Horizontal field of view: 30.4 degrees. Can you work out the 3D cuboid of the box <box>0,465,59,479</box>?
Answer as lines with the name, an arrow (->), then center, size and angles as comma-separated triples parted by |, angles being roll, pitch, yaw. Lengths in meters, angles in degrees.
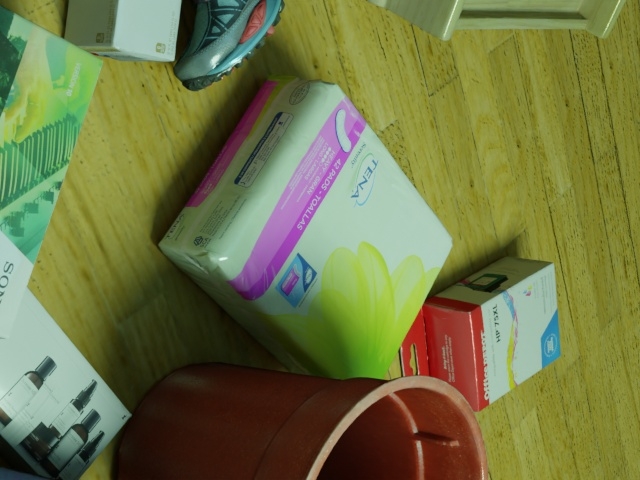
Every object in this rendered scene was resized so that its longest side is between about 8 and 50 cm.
box -> -0.254, 0.325, 0.869 | 0.294, 0.182, 0.296 | 28, 58, -47

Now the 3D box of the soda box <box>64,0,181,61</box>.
soda box -> -0.159, -0.263, 0.999 | 0.069, 0.074, 0.216 | 4, 94, -48

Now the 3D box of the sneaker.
sneaker -> -0.093, -0.262, 1.076 | 0.125, 0.104, 0.262 | 30, 70, -28

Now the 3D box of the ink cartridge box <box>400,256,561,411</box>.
ink cartridge box -> 0.199, 0.120, 1.453 | 0.231, 0.078, 0.134 | -25, 115, -42

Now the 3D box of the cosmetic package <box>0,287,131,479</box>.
cosmetic package -> -0.258, 0.099, 0.964 | 0.099, 0.060, 0.239 | -53, 131, -28

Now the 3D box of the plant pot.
plant pot -> -0.033, 0.233, 1.082 | 0.272, 0.265, 0.272 | -11, 104, -47

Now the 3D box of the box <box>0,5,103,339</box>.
box -> -0.326, -0.088, 0.812 | 0.322, 0.058, 0.232 | 26, 74, -37

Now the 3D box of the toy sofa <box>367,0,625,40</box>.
toy sofa -> 0.207, -0.332, 1.356 | 0.362, 0.177, 0.150 | -11, 130, -46

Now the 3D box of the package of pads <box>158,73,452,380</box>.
package of pads -> 0.000, 0.000, 1.200 | 0.296, 0.101, 0.229 | 50, 63, -41
